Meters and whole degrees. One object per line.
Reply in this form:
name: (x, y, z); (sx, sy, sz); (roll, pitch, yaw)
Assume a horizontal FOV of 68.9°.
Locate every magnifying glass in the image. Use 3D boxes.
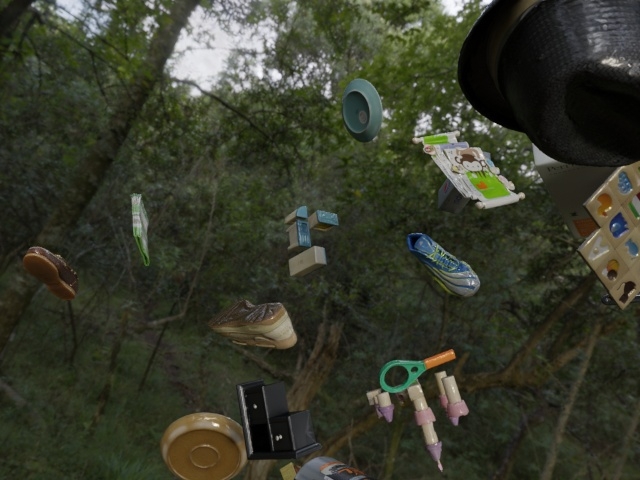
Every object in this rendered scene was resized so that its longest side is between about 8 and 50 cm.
magnifying glass: (0.275, 0.365, 1.334); (0.026, 0.231, 0.092); (-136, -153, -74)

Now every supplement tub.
supplement tub: (0.075, 0.685, 1.180); (0.194, 0.193, 0.316); (28, -20, -29)

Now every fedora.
fedora: (0.341, -0.189, 0.581); (0.335, 0.152, 0.334); (2, -26, 1)

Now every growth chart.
growth chart: (0.331, -0.160, 1.036); (0.172, 0.021, 0.237); (-22, 64, -33)

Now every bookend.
bookend: (-0.090, 0.365, 0.972); (0.157, 0.156, 0.072); (-23, -17, 40)

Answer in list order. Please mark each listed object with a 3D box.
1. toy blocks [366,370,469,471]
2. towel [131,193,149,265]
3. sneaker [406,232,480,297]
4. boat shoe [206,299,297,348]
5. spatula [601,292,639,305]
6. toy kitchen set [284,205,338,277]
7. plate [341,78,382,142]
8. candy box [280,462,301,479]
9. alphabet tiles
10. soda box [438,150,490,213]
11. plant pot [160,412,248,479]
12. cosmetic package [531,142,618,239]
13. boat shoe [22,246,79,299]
toy blocks: (0.336, 0.612, 1.577); (0.309, 0.259, 0.288); (-16, -13, 5)
towel: (-0.436, -0.028, 1.145); (0.113, 0.023, 0.152); (92, -18, -48)
sneaker: (0.303, 0.057, 1.220); (0.126, 0.091, 0.240); (31, 8, -40)
boat shoe: (-0.190, 0.235, 1.234); (0.341, 0.122, 0.110); (-8, -64, 53)
spatula: (0.879, 0.131, 1.182); (0.297, 0.084, 0.030); (-14, -28, 22)
toy kitchen set: (0.000, 0.000, 1.393); (0.166, 0.207, 0.122); (11, -27, -39)
plate: (0.115, -0.388, 1.406); (0.024, 0.188, 0.188); (-18, 29, -32)
candy box: (-0.065, 0.869, 1.603); (0.186, 0.053, 0.109); (57, -3, 36)
alphabet tiles: (0.633, -0.047, 0.868); (0.285, 0.342, 0.011); (45, -3, -20)
soda box: (0.547, -0.222, 1.797); (0.091, 0.098, 0.286); (11, -31, -5)
plant pot: (-0.298, 0.551, 1.208); (0.237, 0.236, 0.032); (28, 17, -14)
cosmetic package: (0.684, -0.169, 1.129); (0.230, 0.161, 0.453); (-13, -29, 35)
boat shoe: (-0.691, 0.074, 1.205); (0.073, 0.073, 0.207); (0, -36, -1)
